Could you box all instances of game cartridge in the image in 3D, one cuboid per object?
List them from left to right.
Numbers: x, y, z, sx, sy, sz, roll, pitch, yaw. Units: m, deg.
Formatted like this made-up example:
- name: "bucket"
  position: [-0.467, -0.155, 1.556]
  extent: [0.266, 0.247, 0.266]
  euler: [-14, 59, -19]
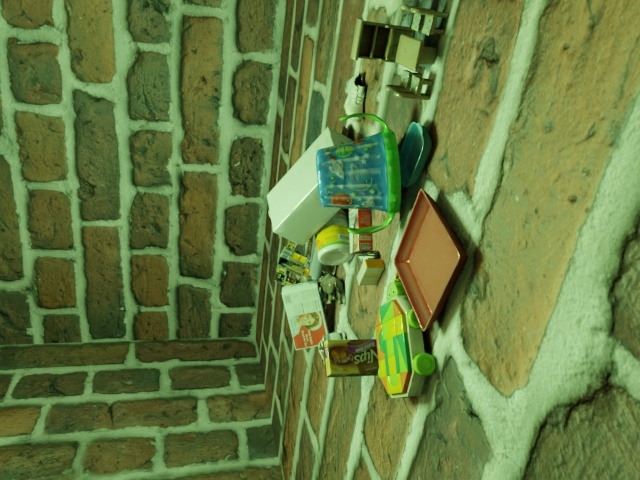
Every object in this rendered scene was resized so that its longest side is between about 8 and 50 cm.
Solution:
- name: "game cartridge"
  position: [0.000, 0.000, 2.158]
  extent: [0.294, 0.060, 0.196]
  euler: [-85, 3, -52]

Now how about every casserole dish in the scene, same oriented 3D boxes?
- name: "casserole dish"
  position: [0.253, -0.229, 1.381]
  extent: [0.188, 0.037, 0.114]
  euler: [105, 159, -44]

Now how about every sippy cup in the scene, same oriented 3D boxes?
- name: "sippy cup"
  position: [0.104, -0.186, 1.460]
  extent: [0.240, 0.224, 0.305]
  euler: [81, -174, -68]

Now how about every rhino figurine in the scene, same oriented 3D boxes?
- name: "rhino figurine"
  position: [0.036, 0.190, 2.092]
  extent: [0.243, 0.073, 0.106]
  euler: [-166, 74, -76]

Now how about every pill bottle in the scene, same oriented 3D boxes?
- name: "pill bottle"
  position: [0.043, -0.041, 1.952]
  extent: [0.136, 0.137, 0.245]
  euler: [113, 154, -54]

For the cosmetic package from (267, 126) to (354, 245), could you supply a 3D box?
- name: "cosmetic package"
  position: [-0.020, -0.191, 1.864]
  extent: [0.385, 0.156, 0.217]
  euler: [-44, 39, 30]

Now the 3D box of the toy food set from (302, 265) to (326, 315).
- name: "toy food set"
  position: [-0.007, 0.218, 2.265]
  extent: [0.111, 0.105, 0.232]
  euler: [-10, 98, 61]

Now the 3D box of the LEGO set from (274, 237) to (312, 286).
- name: "LEGO set"
  position: [-0.085, 0.105, 2.455]
  extent: [0.255, 0.192, 0.331]
  euler: [-62, -6, -47]

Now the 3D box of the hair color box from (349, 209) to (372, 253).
- name: "hair color box"
  position: [0.137, -0.042, 1.768]
  extent: [0.093, 0.054, 0.167]
  euler: [153, 115, -72]

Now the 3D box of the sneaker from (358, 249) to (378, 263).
- name: "sneaker"
  position: [0.167, 0.060, 1.699]
  extent: [0.043, 0.040, 0.109]
  euler: [63, 161, -5]

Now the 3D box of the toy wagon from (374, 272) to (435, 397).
- name: "toy wagon"
  position: [0.217, 0.257, 1.425]
  extent: [0.267, 0.068, 0.344]
  euler: [128, 140, -65]

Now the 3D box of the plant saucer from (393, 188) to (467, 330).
- name: "plant saucer"
  position: [0.272, 0.047, 1.274]
  extent: [0.258, 0.048, 0.259]
  euler: [-106, 23, -47]

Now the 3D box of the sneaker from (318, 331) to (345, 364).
- name: "sneaker"
  position: [0.033, 0.434, 2.046]
  extent: [0.235, 0.095, 0.090]
  euler: [106, 157, -48]

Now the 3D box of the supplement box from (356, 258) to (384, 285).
- name: "supplement box"
  position: [0.161, 0.103, 1.652]
  extent: [0.098, 0.062, 0.036]
  euler: [109, 156, -46]

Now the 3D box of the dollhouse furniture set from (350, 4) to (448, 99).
- name: "dollhouse furniture set"
  position: [0.197, -0.512, 1.365]
  extent: [0.242, 0.161, 0.212]
  euler: [-115, 30, -59]

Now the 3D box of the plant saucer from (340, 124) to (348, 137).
- name: "plant saucer"
  position: [0.077, -0.359, 1.979]
  extent: [0.168, 0.029, 0.168]
  euler: [-166, 90, -88]

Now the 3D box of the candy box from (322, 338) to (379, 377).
- name: "candy box"
  position: [0.105, 0.367, 1.602]
  extent: [0.053, 0.187, 0.109]
  euler: [124, 145, -59]

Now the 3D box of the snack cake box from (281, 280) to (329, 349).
- name: "snack cake box"
  position: [-0.058, 0.311, 2.136]
  extent: [0.089, 0.152, 0.264]
  euler: [-100, -1, -75]

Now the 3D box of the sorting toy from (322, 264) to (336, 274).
- name: "sorting toy"
  position: [0.044, 0.105, 2.133]
  extent: [0.075, 0.045, 0.083]
  euler: [-126, 41, -52]

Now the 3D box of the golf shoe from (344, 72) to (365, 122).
- name: "golf shoe"
  position: [0.127, -0.509, 1.816]
  extent: [0.086, 0.069, 0.176]
  euler: [144, 125, -64]
